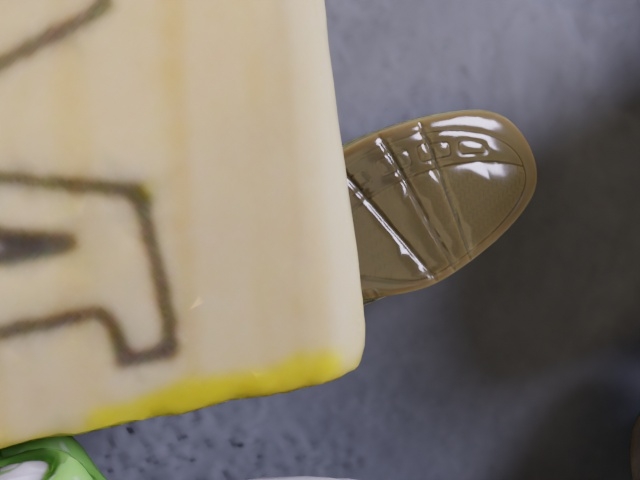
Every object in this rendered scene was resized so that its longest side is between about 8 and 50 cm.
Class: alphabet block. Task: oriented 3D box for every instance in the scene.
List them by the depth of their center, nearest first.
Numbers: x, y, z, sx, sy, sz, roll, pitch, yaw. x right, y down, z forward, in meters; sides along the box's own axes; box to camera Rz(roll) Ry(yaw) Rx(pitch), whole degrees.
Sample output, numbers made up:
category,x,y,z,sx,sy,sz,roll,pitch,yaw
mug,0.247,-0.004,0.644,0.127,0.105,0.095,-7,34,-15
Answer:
category,x,y,z,sx,sy,sz,roll,pitch,yaw
alphabet block,-0.106,-0.070,0.434,0.193,0.192,0.197,-10,111,-6

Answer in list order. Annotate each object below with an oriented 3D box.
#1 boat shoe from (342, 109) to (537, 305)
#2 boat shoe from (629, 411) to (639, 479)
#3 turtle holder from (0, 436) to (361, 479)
category,x,y,z,sx,sy,sz,roll,pitch,yaw
boat shoe,0.000,0.002,0.566,0.153,0.048,0.056,-33,101,-6
boat shoe,0.189,0.183,0.538,0.110,0.307,0.104,-20,146,22
turtle holder,-0.031,0.171,0.514,0.227,0.243,0.320,-38,105,5
